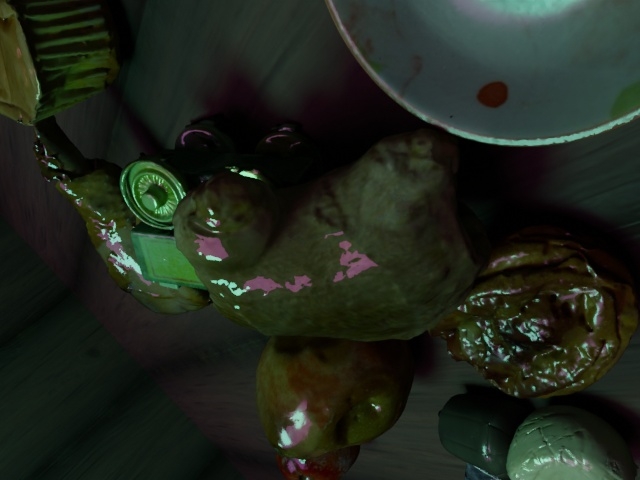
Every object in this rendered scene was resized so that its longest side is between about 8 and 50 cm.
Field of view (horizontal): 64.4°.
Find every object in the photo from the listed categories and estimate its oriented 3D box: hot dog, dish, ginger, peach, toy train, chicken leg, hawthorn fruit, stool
[{"bbox_3d":[0.186,0.073,0.498,0.160,0.099,0.227,42,151,8],"label":"hot dog"},{"bbox_3d":[0.116,-0.189,0.292,0.260,0.085,0.260,29,143,25],"label":"dish"},{"bbox_3d":[0.000,0.000,0.431,0.275,0.130,0.221,-34,127,29],"label":"ginger"},{"bbox_3d":[0.013,0.196,0.711,0.214,0.235,0.214,37,157,19],"label":"peach"},{"bbox_3d":[-0.106,-0.033,0.612,0.271,0.159,0.189,7,123,17],"label":"toy train"},{"bbox_3d":[-0.274,-0.043,0.817,0.294,0.182,0.410,-10,128,39],"label":"chicken leg"},{"bbox_3d":[-0.009,0.415,1.038,0.172,0.173,0.173,30,145,24],"label":"hawthorn fruit"},{"bbox_3d":[0.215,0.251,0.666,0.110,0.096,0.096,-4,124,56],"label":"stool"}]

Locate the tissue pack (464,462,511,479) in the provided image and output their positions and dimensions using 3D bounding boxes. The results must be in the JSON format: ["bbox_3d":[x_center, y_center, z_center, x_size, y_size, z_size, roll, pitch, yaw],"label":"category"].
[{"bbox_3d":[0.279,0.387,0.782,0.112,0.051,0.156,24,143,31],"label":"tissue pack"}]

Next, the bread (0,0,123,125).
[{"bbox_3d":[-0.402,-0.286,0.724,0.287,0.156,0.204,17,124,38],"label":"bread"}]

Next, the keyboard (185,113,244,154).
[{"bbox_3d":[-0.096,-0.044,0.765,0.100,0.018,0.310,1,127,50],"label":"keyboard"}]

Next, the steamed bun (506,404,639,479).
[{"bbox_3d":[0.279,0.239,0.574,0.112,0.091,0.130,36,135,-1],"label":"steamed bun"}]
